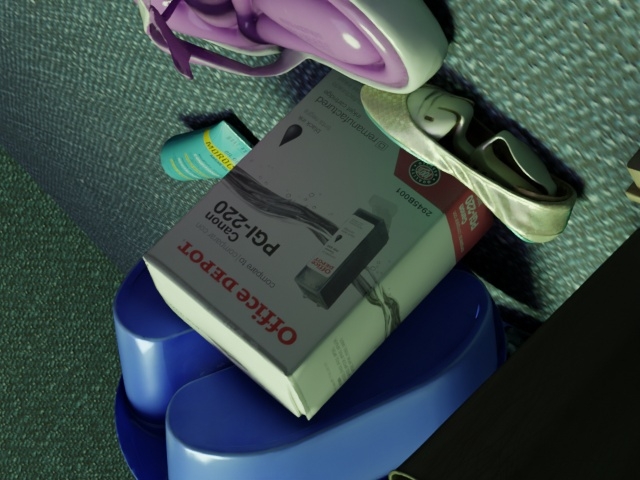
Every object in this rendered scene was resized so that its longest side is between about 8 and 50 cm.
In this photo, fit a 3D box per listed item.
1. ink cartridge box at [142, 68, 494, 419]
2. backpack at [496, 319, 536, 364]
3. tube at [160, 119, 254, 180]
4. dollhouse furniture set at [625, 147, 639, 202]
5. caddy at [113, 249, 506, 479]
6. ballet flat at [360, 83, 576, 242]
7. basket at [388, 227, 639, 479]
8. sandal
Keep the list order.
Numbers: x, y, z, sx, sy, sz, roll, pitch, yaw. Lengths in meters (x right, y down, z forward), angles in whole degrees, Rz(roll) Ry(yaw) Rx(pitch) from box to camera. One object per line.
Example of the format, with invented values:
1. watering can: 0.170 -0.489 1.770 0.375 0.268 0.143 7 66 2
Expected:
1. ink cartridge box: 0.000 0.000 1.153 0.158 0.218 0.092 37 166 25
2. backpack: 0.170 0.123 1.350 0.105 0.084 0.114 53 167 -31
3. tube: -0.111 -0.093 1.626 0.080 0.052 0.207 38 164 -20
4. dollhouse furniture set: 0.193 0.027 0.702 0.161 0.182 0.101 29 161 49
5. caddy: -0.010 0.096 1.266 0.179 0.341 0.241 83 161 -58
6. ballet flat: 0.103 -0.067 1.028 0.168 0.057 0.052 38 140 8
7. basket: 0.175 0.114 0.957 0.154 0.227 0.204 43 167 2
8. sandal: -0.074 -0.168 1.085 0.169 0.102 0.416 50 164 -28
